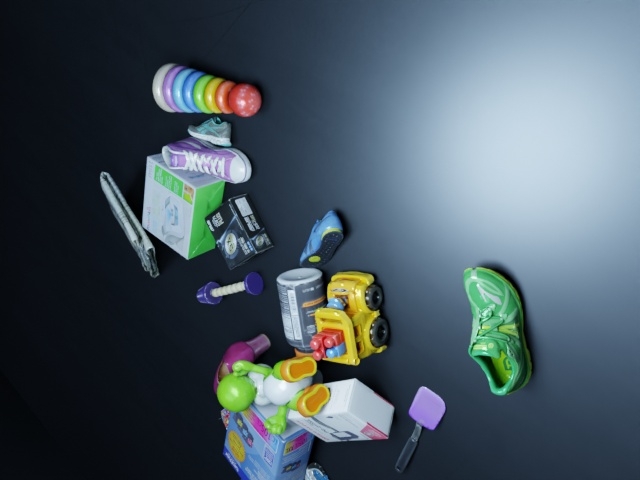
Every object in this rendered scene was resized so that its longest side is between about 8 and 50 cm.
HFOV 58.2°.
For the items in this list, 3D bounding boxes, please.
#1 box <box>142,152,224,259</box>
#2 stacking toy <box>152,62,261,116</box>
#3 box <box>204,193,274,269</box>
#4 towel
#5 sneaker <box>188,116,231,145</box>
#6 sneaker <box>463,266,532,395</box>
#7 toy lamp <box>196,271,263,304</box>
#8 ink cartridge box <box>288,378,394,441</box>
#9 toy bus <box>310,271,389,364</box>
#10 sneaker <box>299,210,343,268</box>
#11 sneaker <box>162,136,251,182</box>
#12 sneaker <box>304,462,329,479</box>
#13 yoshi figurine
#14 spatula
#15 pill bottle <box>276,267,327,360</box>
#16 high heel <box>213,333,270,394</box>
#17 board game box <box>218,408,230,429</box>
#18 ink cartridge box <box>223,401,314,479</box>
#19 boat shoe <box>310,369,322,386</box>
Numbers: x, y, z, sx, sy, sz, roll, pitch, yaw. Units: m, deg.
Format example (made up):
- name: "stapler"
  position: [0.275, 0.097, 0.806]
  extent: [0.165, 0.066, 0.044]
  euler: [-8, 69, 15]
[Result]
- name: "box"
  position: [-0.435, -0.118, 1.815]
  extent: [0.231, 0.127, 0.261]
  euler: [32, 126, 24]
- name: "stacking toy"
  position: [-0.304, -0.411, 1.600]
  extent: [0.330, 0.141, 0.141]
  euler: [14, 115, 29]
- name: "box"
  position: [-0.245, -0.025, 1.720]
  extent: [0.147, 0.078, 0.180]
  euler: [-29, 87, 43]
- name: "towel"
  position: [-0.662, -0.038, 1.992]
  extent: [0.324, 0.056, 0.312]
  euler: [55, 158, 12]
- name: "sneaker"
  position: [-0.319, -0.328, 1.690]
  extent: [0.167, 0.065, 0.076]
  euler: [21, 102, 29]
- name: "sneaker"
  position: [0.381, 0.198, 1.251]
  extent: [0.109, 0.124, 0.295]
  euler: [-16, 95, 43]
- name: "toy lamp"
  position: [-0.296, 0.157, 1.836]
  extent: [0.275, 0.080, 0.080]
  euler: [-14, 97, 40]
- name: "ink cartridge box"
  position: [0.055, 0.476, 1.595]
  extent: [0.237, 0.100, 0.172]
  euler: [-22, 128, 42]
- name: "toy bus"
  position: [0.053, 0.210, 1.472]
  extent: [0.150, 0.211, 0.220]
  euler: [1, 105, 41]
- name: "sneaker"
  position: [0.000, 0.000, 1.545]
  extent: [0.209, 0.069, 0.082]
  euler: [126, 143, -48]
- name: "sneaker"
  position: [-0.344, -0.222, 1.674]
  extent: [0.282, 0.161, 0.102]
  euler: [21, 117, 31]
- name: "sneaker"
  position: [0.007, 0.808, 1.841]
  extent: [0.190, 0.071, 0.083]
  euler: [57, 139, 19]
- name: "yoshi figurine"
  position: [-0.159, 0.418, 1.596]
  extent: [0.203, 0.203, 0.362]
  euler: [31, 150, -29]
- name: "spatula"
  position: [0.255, 0.522, 1.541]
  extent: [0.084, 0.030, 0.296]
  euler: [30, 123, 25]
- name: "pill bottle"
  position: [-0.042, 0.210, 1.605]
  extent: [0.131, 0.130, 0.245]
  euler: [5, 110, 39]
- name: "high heel"
  position: [-0.313, 0.436, 1.881]
  extent: [0.127, 0.181, 0.377]
  euler: [47, 130, 16]
- name: "board game box"
  position: [-0.309, 0.658, 2.063]
  extent: [0.133, 0.033, 0.169]
  euler: [55, 132, 10]
- name: "ink cartridge box"
  position: [-0.172, 0.660, 1.846]
  extent: [0.270, 0.151, 0.395]
  euler: [38, 129, 37]
- name: "boat shoe"
  position: [-0.022, 0.449, 1.734]
  extent: [0.040, 0.049, 0.142]
  euler: [16, 118, 36]
